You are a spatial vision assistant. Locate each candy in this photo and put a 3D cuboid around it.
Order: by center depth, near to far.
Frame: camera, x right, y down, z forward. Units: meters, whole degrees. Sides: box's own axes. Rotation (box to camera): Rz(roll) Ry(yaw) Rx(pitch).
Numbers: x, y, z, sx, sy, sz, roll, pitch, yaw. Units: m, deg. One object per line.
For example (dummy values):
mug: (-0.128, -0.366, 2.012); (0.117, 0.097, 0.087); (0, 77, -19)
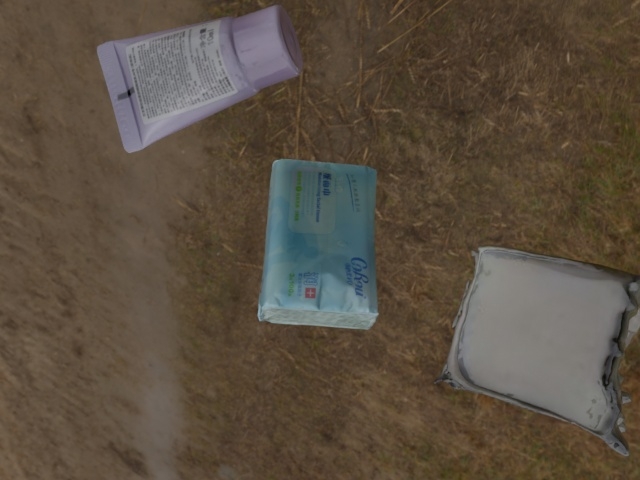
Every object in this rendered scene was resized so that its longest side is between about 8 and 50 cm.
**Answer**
candy: (0.245, 0.109, 0.631); (0.195, 0.184, 0.137); (12, 171, 25)

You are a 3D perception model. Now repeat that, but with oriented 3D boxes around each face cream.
face cream: (-0.164, -0.223, 0.761); (0.274, 0.096, 0.154); (-12, 98, 15)

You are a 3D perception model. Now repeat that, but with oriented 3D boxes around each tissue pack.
tissue pack: (0.000, 0.000, 0.904); (0.177, 0.263, 0.089); (4, 154, -3)
